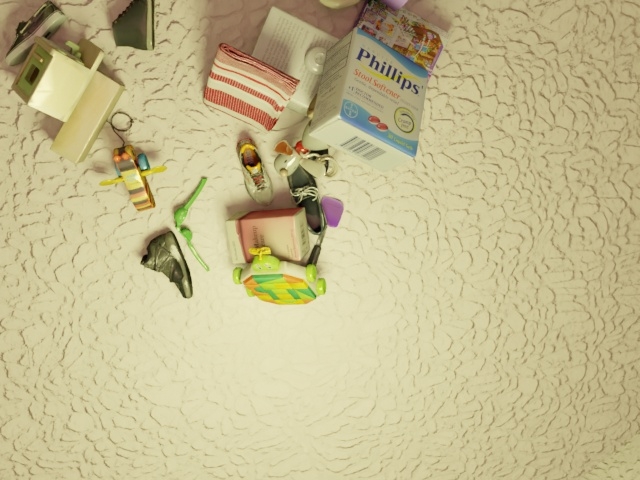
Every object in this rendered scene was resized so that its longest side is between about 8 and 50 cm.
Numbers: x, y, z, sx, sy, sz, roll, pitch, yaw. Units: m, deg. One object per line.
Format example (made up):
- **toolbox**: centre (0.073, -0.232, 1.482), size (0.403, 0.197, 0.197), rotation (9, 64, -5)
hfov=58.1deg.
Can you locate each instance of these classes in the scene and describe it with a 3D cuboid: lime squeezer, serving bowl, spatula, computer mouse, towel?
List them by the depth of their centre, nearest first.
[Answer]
- **serving bowl**: centre (-0.004, -0.522, 1.663), size (0.083, 0.027, 0.083), rotation (-1, 96, -12)
- **towel**: centre (-0.215, -0.429, 1.681), size (0.237, 0.329, 0.037), rotation (23, 70, -13)
- **lime squeezer**: centre (-0.421, -0.046, 1.873), size (0.110, 0.059, 0.310), rotation (-9, 104, -38)
- **computer mouse**: centre (-0.006, -0.323, 1.882), size (0.071, 0.041, 0.242), rotation (2, 96, -11)
- **spatula**: centre (0.000, 0.000, 1.953), size (0.084, 0.030, 0.296), rotation (19, 101, 0)

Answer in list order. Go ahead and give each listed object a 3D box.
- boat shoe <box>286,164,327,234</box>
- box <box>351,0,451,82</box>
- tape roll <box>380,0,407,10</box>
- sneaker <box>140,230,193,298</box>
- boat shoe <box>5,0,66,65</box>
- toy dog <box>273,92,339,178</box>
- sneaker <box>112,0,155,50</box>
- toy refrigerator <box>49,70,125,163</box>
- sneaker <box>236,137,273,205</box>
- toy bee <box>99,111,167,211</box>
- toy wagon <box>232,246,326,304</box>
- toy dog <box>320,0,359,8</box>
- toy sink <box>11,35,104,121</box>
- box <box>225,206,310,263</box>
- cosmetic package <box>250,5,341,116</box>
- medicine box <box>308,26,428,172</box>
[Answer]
- **boat shoe**: centre (-0.047, -0.137, 1.881), size (0.095, 0.079, 0.254), rotation (-16, 95, 3)
- **box**: centre (0.243, -0.629, 1.837), size (0.293, 0.057, 0.201), rotation (24, 96, -14)
- **tape roll**: centre (0.260, -0.811, 1.664), size (0.090, 0.275, 0.275), rotation (30, 96, -14)
- **sneaker**: centre (-0.498, 0.095, 1.869), size (0.130, 0.087, 0.227), rotation (-21, 102, -2)
- **boat shoe**: centre (-0.836, -0.597, 1.663), size (0.219, 0.078, 0.070), rotation (-45, 100, -2)
- **toy dog**: centre (-0.023, -0.269, 1.698), size (0.220, 0.161, 0.334), rotation (17, 139, -7)
- **sneaker**: centre (-0.550, -0.675, 1.684), size (0.118, 0.083, 0.222), rotation (1, 103, -9)
- **toy refrigerator**: centre (-0.697, -0.371, 1.720), size (0.094, 0.102, 0.269), rotation (31, 97, -14)
- **sneaker**: centre (-0.213, -0.212, 1.840), size (0.088, 0.093, 0.225), rotation (-23, 106, -4)
- **toy bee**: centre (-0.589, -0.220, 1.742), size (0.195, 0.162, 0.298), rotation (-36, 106, 2)
- **toy wagon**: centre (-0.141, 0.120, 1.820), size (0.267, 0.344, 0.068), rotation (-3, 64, 16)
- **toy dog**: centre (0.034, -0.927, 1.654), size (0.408, 0.284, 0.395), rotation (31, 120, -14)
- **toy sink**: centre (-0.750, -0.486, 1.634), size (0.131, 0.153, 0.234), rotation (25, 100, -52)
- **box**: centre (-0.164, -0.016, 1.833), size (0.232, 0.127, 0.149), rotation (-4, 105, 16)
- **cosmetic package**: centre (0.006, -0.493, 1.765), size (0.453, 0.161, 0.230), rotation (23, 90, -13)
- **medicine box**: centre (0.137, -0.378, 1.577), size (0.263, 0.149, 0.289), rotation (22, 69, -27)
